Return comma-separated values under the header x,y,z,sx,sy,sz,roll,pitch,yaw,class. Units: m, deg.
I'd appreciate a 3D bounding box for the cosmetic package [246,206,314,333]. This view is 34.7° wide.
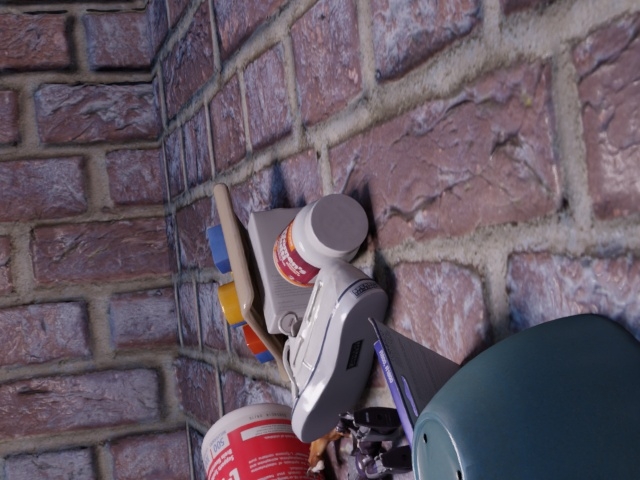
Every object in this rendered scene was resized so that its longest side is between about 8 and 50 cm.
x,y,z,sx,sy,sz,roll,pitch,yaw,class
-0.064,0.056,1.979,0.085,0.117,0.231,111,150,-57,cosmetic package

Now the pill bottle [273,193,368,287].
x,y,z,sx,sy,sz,roll,pitch,yaw,class
0.000,0.000,1.758,0.221,0.121,0.121,135,128,-68,pill bottle

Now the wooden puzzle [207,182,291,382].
x,y,z,sx,sy,sz,roll,pitch,yaw,class
-0.157,0.099,2.144,0.348,0.081,0.322,68,-176,-54,wooden puzzle

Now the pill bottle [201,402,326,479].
x,y,z,sx,sy,sz,roll,pitch,yaw,class
-0.083,0.536,1.994,0.407,0.229,0.229,-114,26,-45,pill bottle

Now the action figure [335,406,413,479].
x,y,z,sx,sy,sz,roll,pitch,yaw,class
0.079,0.354,1.660,0.285,0.099,0.185,112,143,-61,action figure

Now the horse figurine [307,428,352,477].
x,y,z,sx,sy,sz,roll,pitch,yaw,class
0.002,0.296,1.930,0.174,0.066,0.263,128,132,-56,horse figurine

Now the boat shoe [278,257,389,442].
x,y,z,sx,sy,sz,roll,pitch,yaw,class
-0.004,0.177,1.741,0.156,0.136,0.367,46,139,34,boat shoe

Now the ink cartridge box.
x,y,z,sx,sy,sz,roll,pitch,yaw,class
0.140,0.224,1.277,0.045,0.224,0.223,-35,50,20,ink cartridge box

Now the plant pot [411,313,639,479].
x,y,z,sx,sy,sz,roll,pitch,yaw,class
0.210,0.231,1.059,0.290,0.196,0.290,174,90,-72,plant pot
